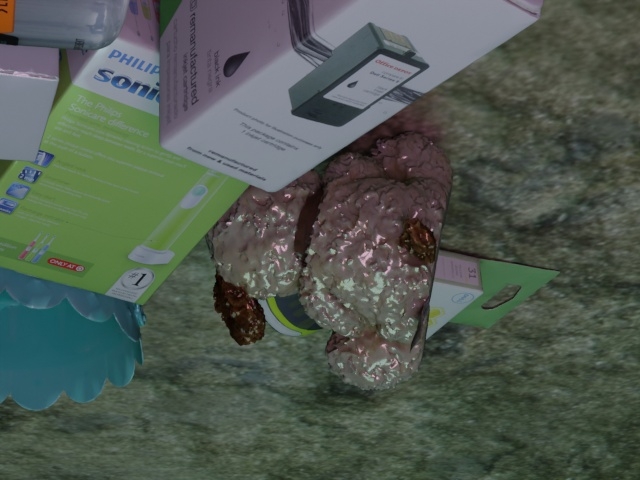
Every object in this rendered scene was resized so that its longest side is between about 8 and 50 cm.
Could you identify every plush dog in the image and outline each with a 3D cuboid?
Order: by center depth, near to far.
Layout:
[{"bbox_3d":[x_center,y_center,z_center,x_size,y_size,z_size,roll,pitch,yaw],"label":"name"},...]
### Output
[{"bbox_3d":[0.000,0.000,1.426,0.225,0.262,0.210,10,173,7],"label":"plush dog"}]

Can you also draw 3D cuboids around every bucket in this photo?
[{"bbox_3d":[-0.320,0.043,1.544,0.281,0.183,0.281,-4,152,-2],"label":"bucket"}]

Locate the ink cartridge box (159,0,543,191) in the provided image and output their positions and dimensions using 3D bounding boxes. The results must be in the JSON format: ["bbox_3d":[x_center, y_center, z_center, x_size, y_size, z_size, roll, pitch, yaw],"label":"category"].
[{"bbox_3d":[0.011,-0.198,1.107,0.121,0.211,0.289,21,142,-36],"label":"ink cartridge box"}]

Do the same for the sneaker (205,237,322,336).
[{"bbox_3d":[-0.025,0.015,1.615,0.121,0.111,0.300,-17,152,15],"label":"sneaker"}]

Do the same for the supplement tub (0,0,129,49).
[{"bbox_3d":[-0.294,-0.240,0.991,0.338,0.207,0.207,3,151,-12],"label":"supplement tub"}]

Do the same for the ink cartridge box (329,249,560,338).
[{"bbox_3d":[0.150,0.076,1.805,0.235,0.056,0.171,12,147,-24],"label":"ink cartridge box"}]

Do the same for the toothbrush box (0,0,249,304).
[{"bbox_3d":[-0.176,-0.091,1.314,0.206,0.122,0.283,17,132,-34],"label":"toothbrush box"}]

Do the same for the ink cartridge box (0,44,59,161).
[{"bbox_3d":[-0.272,-0.168,1.160,0.127,0.176,0.128,5,151,-17],"label":"ink cartridge box"}]
